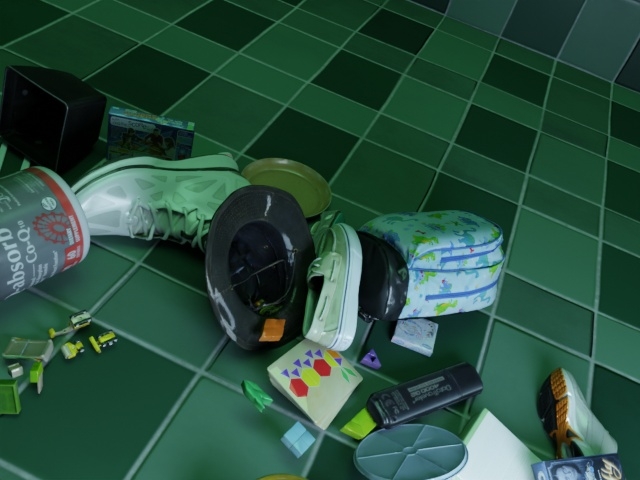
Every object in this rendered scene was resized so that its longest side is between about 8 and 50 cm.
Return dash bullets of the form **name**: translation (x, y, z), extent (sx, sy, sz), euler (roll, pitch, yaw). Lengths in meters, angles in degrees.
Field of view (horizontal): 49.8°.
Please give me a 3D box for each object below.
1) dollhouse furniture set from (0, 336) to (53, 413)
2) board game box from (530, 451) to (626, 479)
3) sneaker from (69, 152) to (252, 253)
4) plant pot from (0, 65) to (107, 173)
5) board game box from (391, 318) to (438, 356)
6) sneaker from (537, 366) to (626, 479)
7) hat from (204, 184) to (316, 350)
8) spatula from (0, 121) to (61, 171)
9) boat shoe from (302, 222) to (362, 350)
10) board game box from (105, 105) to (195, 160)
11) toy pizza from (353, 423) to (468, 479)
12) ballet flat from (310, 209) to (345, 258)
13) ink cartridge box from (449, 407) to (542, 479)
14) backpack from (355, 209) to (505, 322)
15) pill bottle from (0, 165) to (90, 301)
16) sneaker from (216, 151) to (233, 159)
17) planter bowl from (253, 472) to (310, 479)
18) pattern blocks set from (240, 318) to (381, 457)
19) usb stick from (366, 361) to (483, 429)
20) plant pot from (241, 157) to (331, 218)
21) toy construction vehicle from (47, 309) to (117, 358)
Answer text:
- **dollhouse furniture set**: translation (-0.516, 0.230, 1.192), extent (0.076, 0.059, 0.152), euler (3, 23, -7)
- **board game box**: translation (0.472, 0.500, 1.186), extent (0.165, 0.042, 0.243), euler (0, 64, -20)
- **sneaker**: translation (-0.308, -0.054, 1.476), extent (0.447, 0.169, 0.257), euler (-15, 49, -37)
- **plant pot**: translation (-0.611, -0.295, 1.609), extent (0.188, 0.187, 0.167), euler (33, 33, 14)
- **board game box**: translation (0.206, 0.201, 1.501), extent (0.090, 0.020, 0.090), euler (22, 38, 4)
- **sneaker**: translation (0.523, 0.380, 1.378), extent (0.121, 0.099, 0.262), euler (14, 47, -17)
- **hat**: translation (-0.146, 0.053, 1.397), extent (0.134, 0.331, 0.331), euler (1, 22, 44)
- **spatula**: translation (-0.685, -0.226, 1.643), extent (0.168, 0.019, 0.242), euler (6, 42, -16)
- **boat shoe**: translation (0.021, 0.078, 1.402), extent (0.094, 0.109, 0.302), euler (21, 46, -22)
- **board game box**: translation (-0.412, -0.241, 1.672), extent (0.201, 0.136, 0.035), euler (11, 40, -10)
- **toy pizza**: translation (0.158, 0.383, 1.210), extent (0.201, 0.032, 0.201), euler (-5, 13, 1)
- **ballet flat**: translation (0.000, 0.000, 1.627), extent (0.068, 0.072, 0.213), euler (0, 35, 21)
- **ink cartridge box**: translation (0.343, 0.445, 1.255), extent (0.235, 0.056, 0.171), euler (43, 45, 9)
- **backpack**: translation (0.237, 0.053, 1.519), extent (0.355, 0.273, 0.290), euler (14, 10, -26)
- **pill bottle**: translation (-0.625, 0.018, 1.245), extent (0.210, 0.210, 0.363), euler (37, 44, 20)
- **sneaker**: translation (-0.263, -0.172, 1.720), extent (0.134, 0.051, 0.070), euler (-24, 58, -35)
- **planter bowl**: translation (-0.055, 0.467, 1.020), extent (0.217, 0.090, 0.217), euler (-14, 49, 16)
- **pattern blocks set**: translation (-0.007, 0.258, 1.312), extent (0.325, 0.026, 0.285), euler (-19, 63, -48)
- **usb stick**: translation (0.211, 0.302, 1.356), extent (0.278, 0.045, 0.077), euler (-9, 56, -36)
- **plant pot**: translation (-0.089, -0.126, 1.747), extent (0.236, 0.032, 0.236), euler (10, 41, -9)
- **toy construction vehicle**: translation (-0.440, 0.178, 1.276), extent (0.098, 0.035, 0.086), euler (-26, 68, -37)
